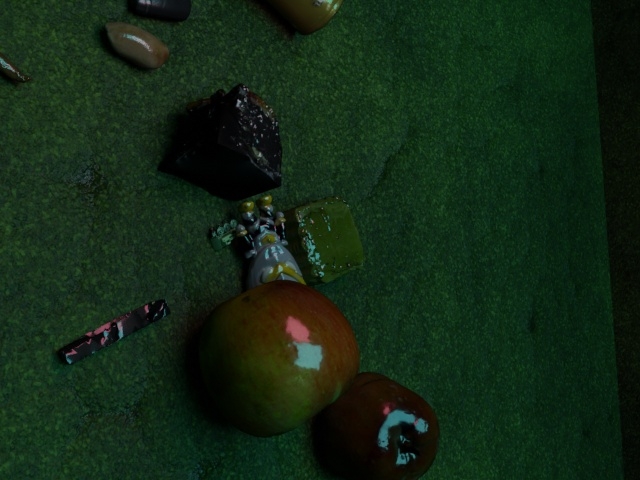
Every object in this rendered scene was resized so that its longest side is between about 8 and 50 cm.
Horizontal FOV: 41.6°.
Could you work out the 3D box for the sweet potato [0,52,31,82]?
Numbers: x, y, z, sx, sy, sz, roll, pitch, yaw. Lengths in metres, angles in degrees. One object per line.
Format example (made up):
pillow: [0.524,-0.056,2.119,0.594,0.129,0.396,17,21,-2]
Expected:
sweet potato: [-0.634,-0.354,1.556,0.214,0.050,0.050,32,59,-41]

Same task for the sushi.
sushi: [-0.193,-0.229,1.851,0.227,0.215,0.212,21,66,-40]

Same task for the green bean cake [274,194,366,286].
green bean cake: [0.000,0.000,2.068,0.214,0.113,0.200,-23,98,-45]

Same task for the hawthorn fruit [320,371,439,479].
hawthorn fruit: [0.154,0.458,1.984,0.267,0.301,0.268,-6,101,-35]

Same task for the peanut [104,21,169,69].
peanut: [-0.394,-0.418,1.795,0.152,0.076,0.076,25,64,-34]

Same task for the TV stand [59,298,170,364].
TV stand: [-0.406,0.179,1.667,0.249,0.042,0.036,-28,104,-45]

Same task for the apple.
apple: [-0.090,0.240,1.774,0.339,0.339,0.340,13,72,-43]

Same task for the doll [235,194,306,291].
doll: [-0.110,0.056,1.944,0.145,0.103,0.316,-26,104,-51]

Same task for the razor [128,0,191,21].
razor: [-0.356,-0.538,1.873,0.148,0.054,0.090,0,84,-45]

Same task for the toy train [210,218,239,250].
toy train: [-0.215,-0.016,1.911,0.083,0.033,0.053,-33,109,-45]

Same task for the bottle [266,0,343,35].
bottle: [-0.106,-0.682,2.076,0.351,0.171,0.172,39,56,-34]
